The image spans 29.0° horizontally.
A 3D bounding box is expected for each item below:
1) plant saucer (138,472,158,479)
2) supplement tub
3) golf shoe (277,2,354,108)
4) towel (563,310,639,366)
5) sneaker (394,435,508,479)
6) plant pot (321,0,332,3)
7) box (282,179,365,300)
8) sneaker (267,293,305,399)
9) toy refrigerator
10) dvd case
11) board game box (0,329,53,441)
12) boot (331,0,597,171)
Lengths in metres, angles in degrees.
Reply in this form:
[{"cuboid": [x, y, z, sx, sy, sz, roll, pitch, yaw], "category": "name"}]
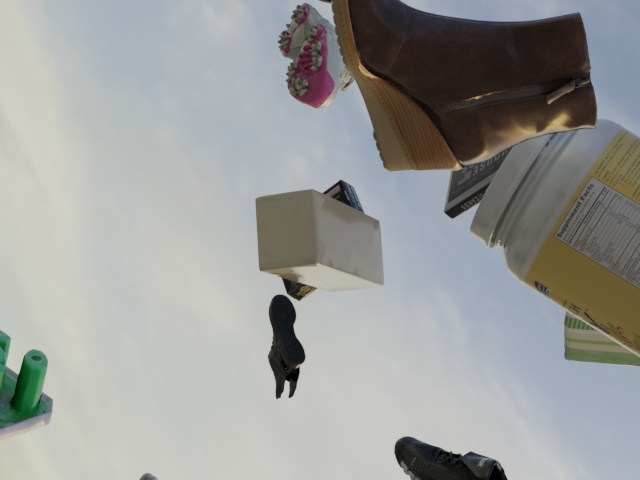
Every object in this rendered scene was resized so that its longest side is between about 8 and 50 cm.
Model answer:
[{"cuboid": [-0.269, 0.503, 1.932, 0.278, 0.041, 0.278, 4, 90, -88], "category": "plant saucer"}, {"cuboid": [0.384, -0.006, 1.580, 0.331, 0.241, 0.241, 33, -32, 14], "category": "supplement tub"}, {"cuboid": [0.016, -0.294, 2.051, 0.115, 0.140, 0.306, -53, -157, 24], "category": "golf shoe"}, {"cuboid": [0.546, 0.123, 2.142, 0.247, 0.038, 0.325, 3, -35, 13], "category": "towel"}, {"cuboid": [0.224, 0.358, 1.899, 0.234, 0.078, 0.106, 35, -56, 14], "category": "sneaker"}, {"cuboid": [-0.008, -0.563, 2.227, 0.230, 0.215, 0.215, 44, -30, 50], "category": "plant pot"}, {"cuboid": [0.000, 0.000, 2.660, 0.051, 0.220, 0.175, 32, 29, -48], "category": "box"}, {"cuboid": [-0.069, 0.189, 2.205, 0.089, 0.051, 0.170, -54, -135, 50], "category": "sneaker"}, {"cuboid": [0.000, 0.006, 1.732, 0.269, 0.094, 0.102, 19, 65, -67], "category": "toy refrigerator"}, {"cuboid": [0.292, -0.166, 2.109, 0.029, 0.239, 0.179, 34, -44, -21], "category": "dvd case"}, {"cuboid": [-0.439, 0.052, 0.814, 0.390, 0.390, 0.050, 28, -67, 28], "category": "board game box"}, {"cuboid": [0.127, -0.178, 1.098, 0.090, 0.206, 0.248, -88, 160, -52], "category": "boot"}]
